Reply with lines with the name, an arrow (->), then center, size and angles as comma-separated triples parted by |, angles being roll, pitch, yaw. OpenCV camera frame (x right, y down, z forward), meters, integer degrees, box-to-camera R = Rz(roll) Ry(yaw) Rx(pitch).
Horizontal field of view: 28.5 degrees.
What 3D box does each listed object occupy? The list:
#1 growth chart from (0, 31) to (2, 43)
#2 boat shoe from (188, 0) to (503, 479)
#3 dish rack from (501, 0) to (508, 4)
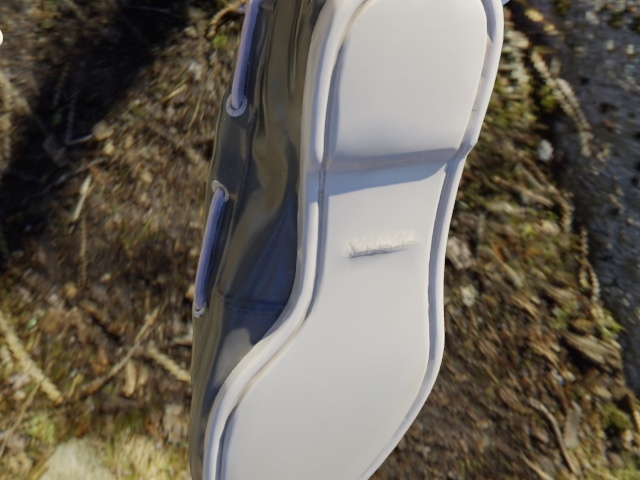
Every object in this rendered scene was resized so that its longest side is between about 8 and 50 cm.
growth chart -> -0.308, -0.140, 0.751 | 0.237, 0.021, 0.172 | 34, 60, 17
boat shoe -> 0.000, 0.000, 0.580 | 0.112, 0.095, 0.335 | -2, 128, -22
dish rack -> 0.020, -0.275, 0.662 | 0.286, 0.072, 0.332 | 15, 127, -4
